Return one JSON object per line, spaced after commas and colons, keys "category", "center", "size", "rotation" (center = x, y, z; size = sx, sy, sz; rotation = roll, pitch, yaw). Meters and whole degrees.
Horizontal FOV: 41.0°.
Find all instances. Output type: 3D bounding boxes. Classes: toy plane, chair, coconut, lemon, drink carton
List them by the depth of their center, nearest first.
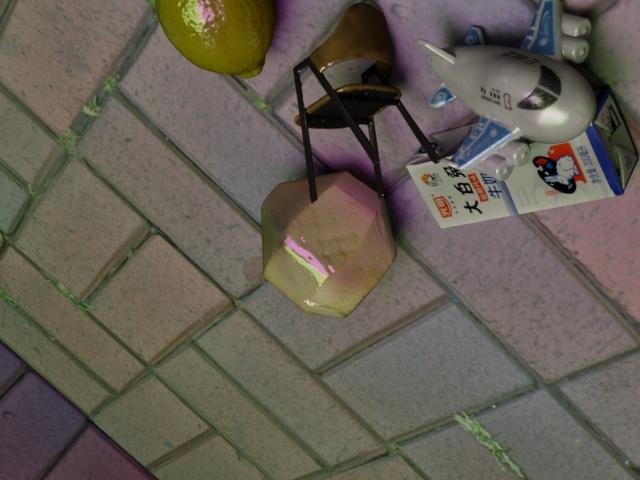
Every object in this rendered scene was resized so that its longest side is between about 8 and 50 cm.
{"category": "toy plane", "center": [0.251, -0.210, 1.158], "size": [0.266, 0.267, 0.122], "rotation": [-4, 164, 37]}
{"category": "drink carton", "center": [0.295, -0.117, 1.279], "size": [0.314, 0.106, 0.131], "rotation": [-11, 118, 42]}
{"category": "chair", "center": [0.055, -0.202, 1.284], "size": [0.172, 0.158, 0.247], "rotation": [-32, 72, 42]}
{"category": "lemon", "center": [-0.159, -0.354, 1.318], "size": [0.184, 0.184, 0.249], "rotation": [1, 128, 34]}
{"category": "coconut", "center": [0.000, 0.000, 1.488], "size": [0.259, 0.259, 0.259], "rotation": [19, 135, 20]}
